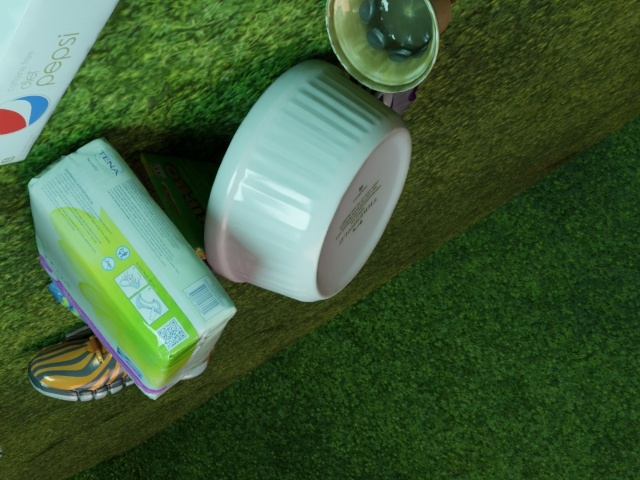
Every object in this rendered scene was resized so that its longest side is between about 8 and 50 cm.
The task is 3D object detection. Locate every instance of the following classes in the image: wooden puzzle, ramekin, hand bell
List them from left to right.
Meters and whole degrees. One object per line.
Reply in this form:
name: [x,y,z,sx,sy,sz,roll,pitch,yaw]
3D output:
wooden puzzle: [-0.413,0.160,1.643,0.083,0.006,0.049,-25,168,-23]
ramekin: [-0.003,-0.056,1.078,0.273,0.127,0.273,-52,159,-30]
hand bell: [0.125,-0.252,0.977,0.242,0.126,0.126,-38,178,-42]

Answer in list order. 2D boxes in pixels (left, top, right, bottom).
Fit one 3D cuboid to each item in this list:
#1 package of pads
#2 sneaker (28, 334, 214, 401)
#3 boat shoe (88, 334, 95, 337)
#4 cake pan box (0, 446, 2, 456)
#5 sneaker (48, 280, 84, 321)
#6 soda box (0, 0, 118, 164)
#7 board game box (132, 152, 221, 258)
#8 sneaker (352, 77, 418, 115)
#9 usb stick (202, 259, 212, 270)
package of pads: [-0.207,0.038,1.025,0.101,0.229,0.296,-37,175,-21]
sneaker: [-0.323,0.155,1.600,0.321,0.124,0.180,-9,136,-31]
boat shoe: [-0.439,0.216,1.740,0.045,0.050,0.135,-16,153,-41]
cake pan box: [-0.371,0.078,0.714,0.070,0.246,0.267,-31,170,6]
sneaker: [-0.325,0.070,1.346,0.078,0.067,0.188,-50,171,-10]
soda box: [-0.208,-0.131,0.637,0.069,0.074,0.216,-21,166,-42]
board game box: [-0.132,-0.038,1.144,0.039,0.124,0.259,-31,170,15]
sneaker: [0.086,-0.166,1.262,0.098,0.083,0.224,-32,170,-16]
usb stick: [-0.197,0.001,1.301,0.045,0.077,0.278,-64,172,-7]
